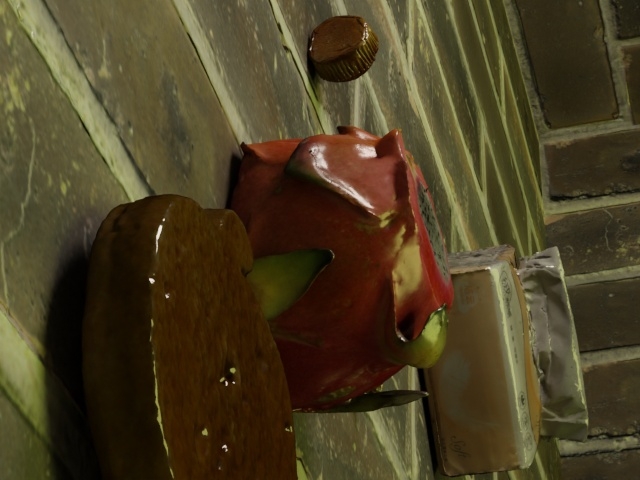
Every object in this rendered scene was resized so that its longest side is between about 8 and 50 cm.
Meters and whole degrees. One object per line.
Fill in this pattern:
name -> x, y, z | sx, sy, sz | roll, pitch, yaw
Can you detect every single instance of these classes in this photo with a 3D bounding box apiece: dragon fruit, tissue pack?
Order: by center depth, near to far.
dragon fruit -> 0.035, 0.019, 1.608 | 0.290, 0.189, 0.291 | -7, 90, -77
tissue pack -> 0.267, 0.166, 2.433 | 0.238, 0.238, 0.306 | -30, 111, -76

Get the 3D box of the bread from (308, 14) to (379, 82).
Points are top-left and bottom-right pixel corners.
bread -> 0.029, -0.225, 1.968 | 0.053, 0.085, 0.085 | 55, 29, -47

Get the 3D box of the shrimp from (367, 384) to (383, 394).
shrimp -> 0.050, 0.116, 1.974 | 0.095, 0.045, 0.162 | 105, -23, -69

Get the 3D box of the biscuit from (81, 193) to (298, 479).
biscuit -> -0.095, 0.125, 1.260 | 0.394, 0.070, 0.350 | 67, 17, -49
